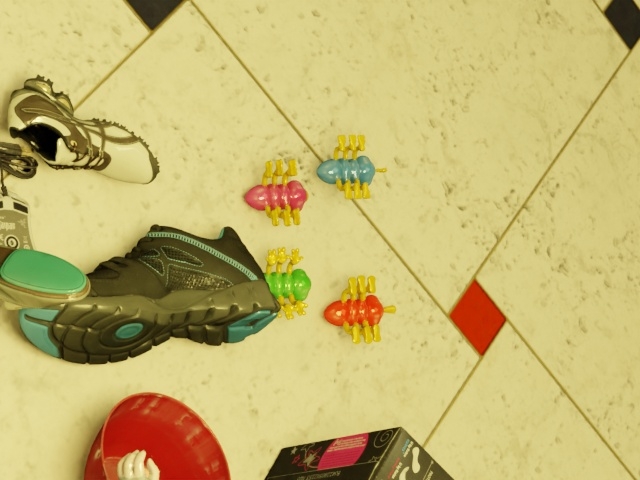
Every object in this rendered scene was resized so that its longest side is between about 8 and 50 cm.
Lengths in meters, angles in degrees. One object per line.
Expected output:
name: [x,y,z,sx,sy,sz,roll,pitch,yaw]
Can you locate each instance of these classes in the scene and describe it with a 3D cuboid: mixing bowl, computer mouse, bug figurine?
mixing bowl: [-0.202,0.275,1.719,0.181,0.098,0.181,29,42,-31]
computer mouse: [-0.368,-0.022,1.724,0.106,0.042,0.193,7,68,-41]
bug figurine: [0.000,0.000,1.983,0.216,0.072,0.279,2,81,-31]

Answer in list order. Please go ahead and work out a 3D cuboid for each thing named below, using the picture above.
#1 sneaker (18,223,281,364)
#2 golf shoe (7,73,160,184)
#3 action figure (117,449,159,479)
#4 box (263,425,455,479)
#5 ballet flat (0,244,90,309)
sneaker: [-0.214,0.059,1.792,0.341,0.125,0.140,-1,59,-41]
golf shoe: [-0.285,-0.106,1.779,0.198,0.077,0.094,30,42,-18]
action figure: [-0.193,0.394,1.531,0.248,0.370,0.276,41,55,-24]
box: [0.033,0.340,1.802,0.142,0.247,0.163,45,55,-19]
ballet flat: [-0.351,0.040,1.645,0.213,0.068,0.072,17,39,8]
